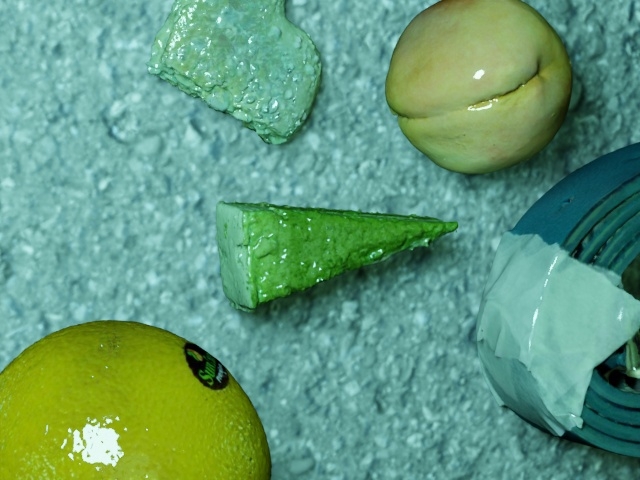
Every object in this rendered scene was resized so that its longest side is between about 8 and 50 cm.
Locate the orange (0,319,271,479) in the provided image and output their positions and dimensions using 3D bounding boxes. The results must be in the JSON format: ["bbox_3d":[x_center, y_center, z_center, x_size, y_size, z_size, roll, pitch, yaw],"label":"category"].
[{"bbox_3d":[-0.179,0.205,1.698,0.274,0.274,0.274,-2,95,-22],"label":"orange"}]

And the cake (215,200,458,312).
[{"bbox_3d":[0.013,-0.016,1.843,0.235,0.100,0.099,-19,101,-20],"label":"cake"}]

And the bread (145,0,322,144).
[{"bbox_3d":[-0.086,-0.197,1.810,0.172,0.064,0.232,-18,99,-22],"label":"bread"}]

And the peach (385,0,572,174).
[{"bbox_3d":[0.156,-0.153,1.854,0.184,0.184,0.184,-2,95,-22],"label":"peach"}]

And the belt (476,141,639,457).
[{"bbox_3d":[0.372,0.049,1.959,0.436,0.173,0.300,-21,99,-19],"label":"belt"}]
